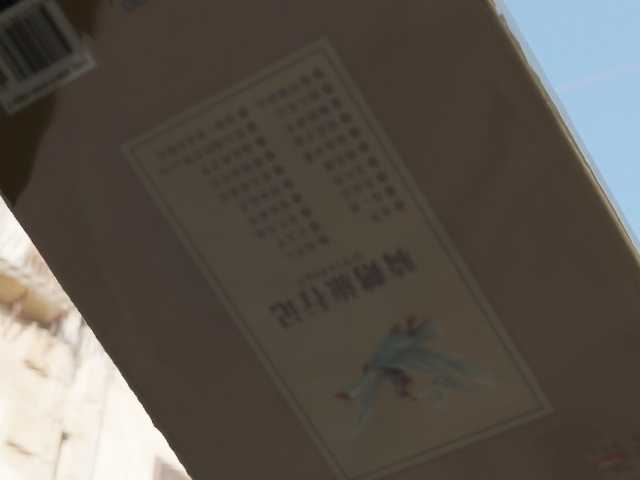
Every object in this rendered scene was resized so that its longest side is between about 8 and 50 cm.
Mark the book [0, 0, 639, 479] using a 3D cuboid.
[{"bbox_3d":[0.000,0.000,0.625,0.217,0.021,0.310,-24,-74,27],"label":"book"}]
